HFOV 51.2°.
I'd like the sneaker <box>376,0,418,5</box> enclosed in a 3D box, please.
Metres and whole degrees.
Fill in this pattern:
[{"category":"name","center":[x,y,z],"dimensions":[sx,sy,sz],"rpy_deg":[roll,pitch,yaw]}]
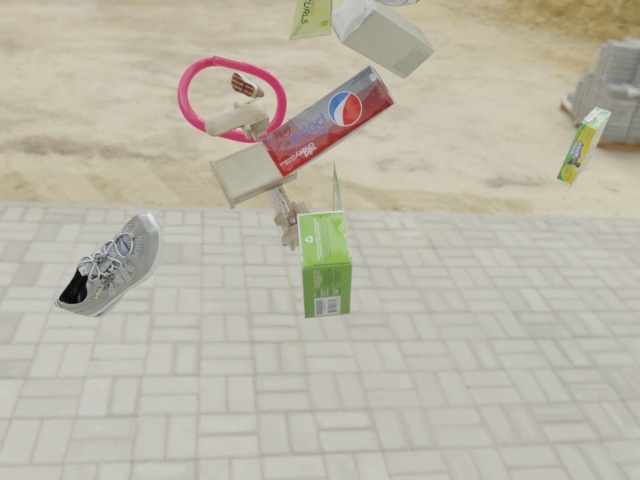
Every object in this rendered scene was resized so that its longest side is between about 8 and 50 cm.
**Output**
[{"category":"sneaker","center":[0.088,-0.518,1.325],"dimensions":[0.258,0.094,0.091],"rpy_deg":[38,24,29]}]

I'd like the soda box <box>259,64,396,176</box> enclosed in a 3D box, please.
[{"category":"soda box","center":[0.017,-0.233,1.322],"dimensions":[0.263,0.092,0.083],"rpy_deg":[-32,3,13]}]

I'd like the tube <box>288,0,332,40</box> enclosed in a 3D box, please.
[{"category":"tube","center":[-0.008,-0.476,1.292],"dimensions":[0.070,0.240,0.062],"rpy_deg":[27,64,6]}]

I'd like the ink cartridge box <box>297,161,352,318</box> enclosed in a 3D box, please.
[{"category":"ink cartridge box","center":[0.000,0.000,1.348],"dimensions":[0.097,0.189,0.255],"rpy_deg":[-6,54,-4]}]

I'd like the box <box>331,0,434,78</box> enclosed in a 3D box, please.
[{"category":"box","center":[0.149,-0.489,1.593],"dimensions":[0.275,0.113,0.094],"rpy_deg":[12,46,-52]}]

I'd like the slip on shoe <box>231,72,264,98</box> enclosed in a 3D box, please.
[{"category":"slip on shoe","center":[-0.203,-0.428,1.855],"dimensions":[0.041,0.051,0.135],"rpy_deg":[3,24,-41]}]

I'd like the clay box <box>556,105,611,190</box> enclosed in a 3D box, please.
[{"category":"clay box","center":[0.747,-0.258,1.914],"dimensions":[0.053,0.222,0.127],"rpy_deg":[32,47,22]}]

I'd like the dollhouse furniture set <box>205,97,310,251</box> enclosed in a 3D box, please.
[{"category":"dollhouse furniture set","center":[-0.173,-0.128,1.678],"dimensions":[0.173,0.355,0.303],"rpy_deg":[-24,77,-12]}]

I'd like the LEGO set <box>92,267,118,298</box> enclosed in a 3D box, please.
[{"category":"LEGO set","center":[-0.399,0.081,1.250],"dimensions":[0.023,0.083,0.054],"rpy_deg":[31,59,-13]}]

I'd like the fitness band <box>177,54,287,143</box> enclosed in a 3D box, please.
[{"category":"fitness band","center":[-0.234,-0.374,1.778],"dimensions":[0.290,0.209,0.054],"rpy_deg":[14,16,-12]}]

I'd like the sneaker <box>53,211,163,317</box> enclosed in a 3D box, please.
[{"category":"sneaker","center":[-0.415,0.056,1.319],"dimensions":[0.105,0.281,0.115],"rpy_deg":[50,21,25]}]
